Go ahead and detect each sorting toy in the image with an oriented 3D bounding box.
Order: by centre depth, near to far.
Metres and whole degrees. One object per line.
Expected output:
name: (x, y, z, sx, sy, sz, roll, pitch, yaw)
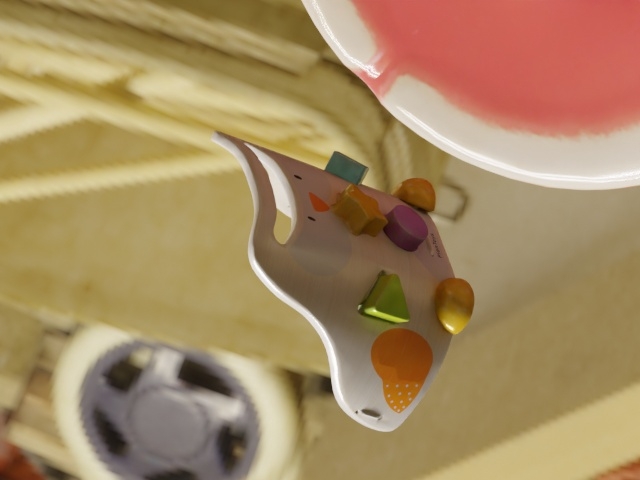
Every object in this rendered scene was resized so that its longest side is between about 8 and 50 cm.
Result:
sorting toy: (0.000, 0.000, 0.558, 0.045, 0.083, 0.075, -39, 137, 23)

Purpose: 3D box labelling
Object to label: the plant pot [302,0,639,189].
plant pot: (0.123, -0.152, 0.691, 0.275, 0.243, 0.275, 17, 125, 26)
